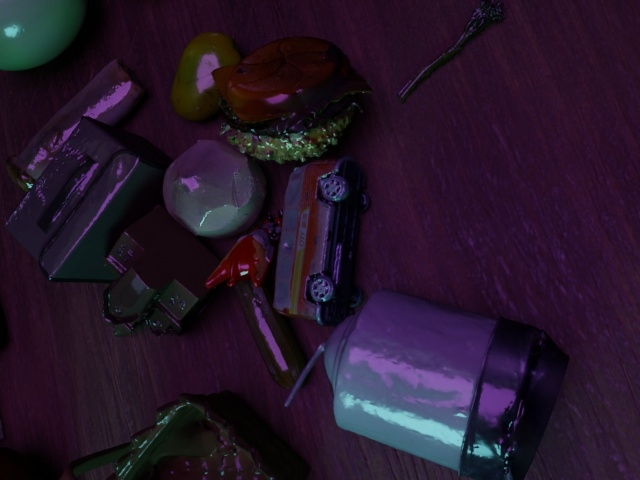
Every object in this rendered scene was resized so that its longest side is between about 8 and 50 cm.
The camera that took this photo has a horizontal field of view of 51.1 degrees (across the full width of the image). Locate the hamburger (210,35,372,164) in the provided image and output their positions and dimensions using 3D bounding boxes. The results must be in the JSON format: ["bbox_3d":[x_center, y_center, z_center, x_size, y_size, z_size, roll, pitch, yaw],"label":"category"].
[{"bbox_3d":[-0.041,-0.223,1.064,0.261,0.139,0.243,-22,42,-6],"label":"hamburger"}]

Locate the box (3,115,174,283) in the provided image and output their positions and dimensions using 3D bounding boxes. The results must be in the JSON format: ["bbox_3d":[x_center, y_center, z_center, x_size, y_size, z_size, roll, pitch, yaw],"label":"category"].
[{"bbox_3d":[-0.380,-0.068,1.156,0.153,0.188,0.252,40,98,17],"label":"box"}]

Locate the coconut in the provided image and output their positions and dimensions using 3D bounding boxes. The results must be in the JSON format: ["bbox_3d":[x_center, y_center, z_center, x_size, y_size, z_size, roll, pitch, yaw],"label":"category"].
[{"bbox_3d":[-0.175,-0.086,1.097,0.160,0.162,0.161,-3,82,18],"label":"coconut"}]

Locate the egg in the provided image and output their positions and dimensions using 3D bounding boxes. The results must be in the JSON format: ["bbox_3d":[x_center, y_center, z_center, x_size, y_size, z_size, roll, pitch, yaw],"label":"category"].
[{"bbox_3d":[-0.569,-0.439,1.255,0.269,0.220,0.221,-27,74,5],"label":"egg"}]

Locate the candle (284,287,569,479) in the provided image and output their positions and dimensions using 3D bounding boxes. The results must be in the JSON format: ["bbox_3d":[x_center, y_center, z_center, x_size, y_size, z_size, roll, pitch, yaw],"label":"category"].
[{"bbox_3d":[0.143,0.185,0.921,0.342,0.221,0.222,16,87,21],"label":"candle"}]

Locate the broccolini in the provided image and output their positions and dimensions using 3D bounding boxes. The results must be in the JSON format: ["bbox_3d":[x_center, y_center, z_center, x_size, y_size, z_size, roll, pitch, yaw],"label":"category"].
[{"bbox_3d":[0.210,-0.302,1.077,0.218,0.042,0.044,-47,72,13],"label":"broccolini"}]

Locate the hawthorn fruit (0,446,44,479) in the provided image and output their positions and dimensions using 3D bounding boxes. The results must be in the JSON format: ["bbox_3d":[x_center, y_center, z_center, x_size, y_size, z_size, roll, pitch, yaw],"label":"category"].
[{"bbox_3d":[-0.581,0.480,1.073,0.308,0.325,0.309,1,64,-2],"label":"hawthorn fruit"}]

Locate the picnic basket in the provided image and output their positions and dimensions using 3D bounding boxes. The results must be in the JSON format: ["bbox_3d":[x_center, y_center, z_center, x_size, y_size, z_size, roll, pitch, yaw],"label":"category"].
[{"bbox_3d":[-0.198,0.382,0.956,0.254,0.321,0.291,38,97,16],"label":"picnic basket"}]

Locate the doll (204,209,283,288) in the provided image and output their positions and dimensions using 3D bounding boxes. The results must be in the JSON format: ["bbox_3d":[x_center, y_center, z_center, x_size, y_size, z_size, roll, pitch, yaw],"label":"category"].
[{"bbox_3d":[-0.105,0.018,1.077,0.109,0.169,0.057,-3,124,33],"label":"doll"}]

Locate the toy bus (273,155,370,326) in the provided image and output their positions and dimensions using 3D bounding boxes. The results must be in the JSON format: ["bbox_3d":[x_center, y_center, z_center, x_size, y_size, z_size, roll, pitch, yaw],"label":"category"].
[{"bbox_3d":[0.000,0.000,1.054,0.119,0.121,0.265,2,82,28],"label":"toy bus"}]

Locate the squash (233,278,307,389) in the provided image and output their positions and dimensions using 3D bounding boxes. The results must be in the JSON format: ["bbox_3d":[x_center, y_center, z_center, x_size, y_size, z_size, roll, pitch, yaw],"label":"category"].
[{"bbox_3d":[-0.085,0.136,1.087,0.066,0.066,0.229,-30,72,12],"label":"squash"}]

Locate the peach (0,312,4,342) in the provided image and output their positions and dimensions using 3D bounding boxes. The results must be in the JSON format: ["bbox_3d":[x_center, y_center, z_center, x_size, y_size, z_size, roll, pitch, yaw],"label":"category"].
[{"bbox_3d":[-0.724,0.123,1.255,0.267,0.154,0.159,22,88,21],"label":"peach"}]

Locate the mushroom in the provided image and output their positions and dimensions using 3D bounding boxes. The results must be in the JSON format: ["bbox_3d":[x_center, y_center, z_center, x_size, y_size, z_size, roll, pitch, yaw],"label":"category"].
[{"bbox_3d":[-0.462,-0.206,1.261,0.312,0.081,0.100,-42,75,4],"label":"mushroom"}]

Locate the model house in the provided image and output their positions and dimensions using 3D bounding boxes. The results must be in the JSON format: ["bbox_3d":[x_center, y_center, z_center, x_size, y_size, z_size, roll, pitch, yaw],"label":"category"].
[{"bbox_3d":[-0.305,0.103,1.121,0.181,0.176,0.248,42,123,1],"label":"model house"}]

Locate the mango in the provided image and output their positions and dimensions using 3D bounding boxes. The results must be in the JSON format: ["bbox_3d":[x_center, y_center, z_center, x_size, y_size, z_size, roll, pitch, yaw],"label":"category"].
[{"bbox_3d":[-0.196,-0.286,1.183,0.117,0.089,0.163,22,101,13],"label":"mango"}]

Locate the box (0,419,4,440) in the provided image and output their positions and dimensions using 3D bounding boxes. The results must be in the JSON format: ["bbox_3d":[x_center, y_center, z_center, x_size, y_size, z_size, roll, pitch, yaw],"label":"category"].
[{"bbox_3d":[-0.643,0.302,1.236,0.040,0.084,0.155,-23,74,13],"label":"box"}]
